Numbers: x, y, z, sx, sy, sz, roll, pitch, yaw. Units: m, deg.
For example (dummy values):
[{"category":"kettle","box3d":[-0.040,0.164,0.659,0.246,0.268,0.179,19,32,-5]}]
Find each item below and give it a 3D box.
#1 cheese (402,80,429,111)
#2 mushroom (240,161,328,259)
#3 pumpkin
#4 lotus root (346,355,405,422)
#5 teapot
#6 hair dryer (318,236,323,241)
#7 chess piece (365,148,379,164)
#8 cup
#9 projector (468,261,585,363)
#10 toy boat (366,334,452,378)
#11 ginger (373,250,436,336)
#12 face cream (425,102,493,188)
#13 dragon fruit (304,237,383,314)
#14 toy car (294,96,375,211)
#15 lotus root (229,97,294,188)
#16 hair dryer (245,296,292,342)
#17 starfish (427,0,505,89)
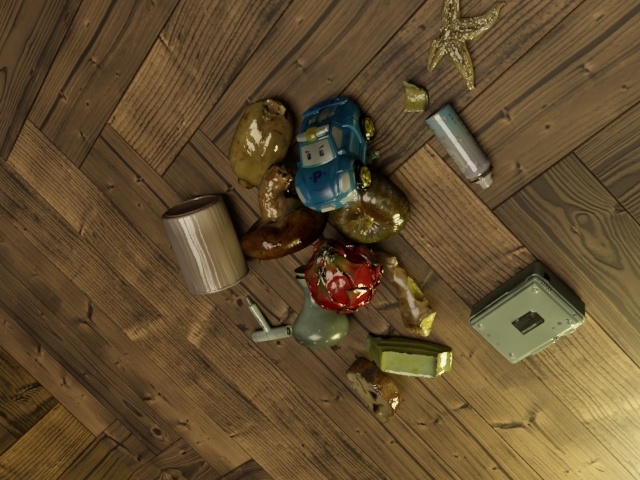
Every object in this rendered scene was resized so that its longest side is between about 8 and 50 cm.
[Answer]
[{"category":"cheese","box3d":[0.237,-0.366,1.466,0.060,0.041,0.084,8,135,29]},{"category":"mushroom","box3d":[-0.109,-0.060,1.668,0.267,0.267,0.255,-21,72,32]},{"category":"pumpkin","box3d":[0.124,-0.081,1.591,0.218,0.162,0.219,8,136,8]},{"category":"lotus root","box3d":[0.188,0.498,1.915,0.261,0.074,0.170,56,149,-11]},{"category":"teapot","box3d":[-0.010,0.203,1.826,0.183,0.183,0.251,-2,105,26]},{"category":"hair dryer","box3d":[0.000,0.000,1.782,0.026,0.047,0.083,-20,121,32]},{"category":"chess piece","box3d":[0.125,-0.216,1.603,0.093,0.042,0.042,-35,99,30]},{"category":"cup","box3d":[-0.370,0.003,1.882,0.208,0.288,0.273,-19,111,-6]},{"category":"projector","box3d":[0.560,0.206,1.596,0.192,0.099,0.257,42,126,-3]},{"category":"toy boat","box3d":[0.269,0.365,1.830,0.276,0.084,0.111,8,122,20]},{"category":"ginger","box3d":[0.240,0.152,1.734,0.295,0.086,0.131,56,153,0]},{"category":"face cream","box3d":[0.356,-0.231,1.464,0.075,0.075,0.229,-33,99,35]},{"category":"dragon fruit","box3d":[0.045,0.080,1.639,0.233,0.234,0.293,-9,139,29]},{"category":"toy car","box3d":[0.020,-0.225,1.503,0.198,0.314,0.166,-12,146,32]},{"category":"lotus root","box3d":[-0.173,-0.264,1.651,0.160,0.146,0.284,42,130,17]},{"category":"hair dryer","box3d":[-0.197,0.263,2.019,0.154,0.044,0.183,-14,107,28]},{"category":"starfish","box3d":[0.332,-0.483,1.353,0.138,0.050,0.248,21,127,11]}]
